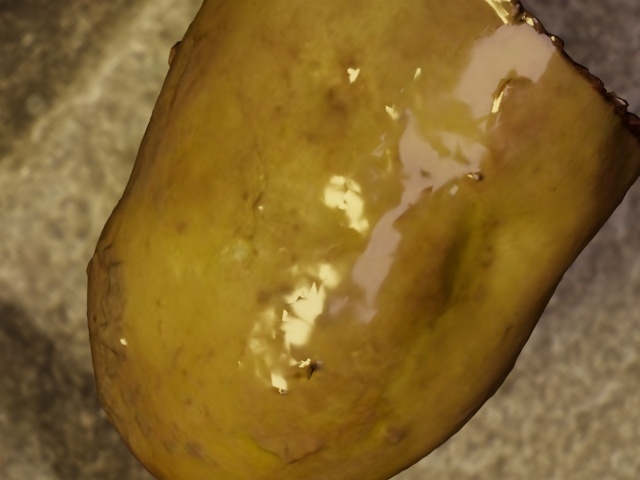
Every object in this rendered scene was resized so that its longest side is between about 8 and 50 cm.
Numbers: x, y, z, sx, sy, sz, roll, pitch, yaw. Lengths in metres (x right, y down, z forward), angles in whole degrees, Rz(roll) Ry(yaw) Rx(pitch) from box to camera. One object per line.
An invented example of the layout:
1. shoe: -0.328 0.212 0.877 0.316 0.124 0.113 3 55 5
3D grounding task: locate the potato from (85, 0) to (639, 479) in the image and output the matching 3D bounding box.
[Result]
1. potato: 0.000 0.000 0.853 0.229 0.229 0.266 35 95 -16
